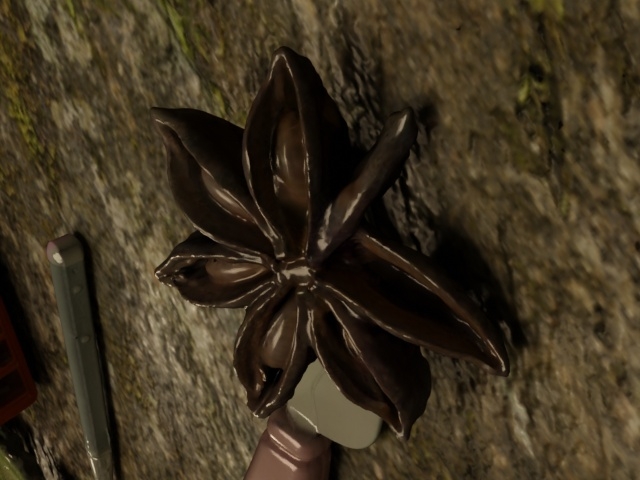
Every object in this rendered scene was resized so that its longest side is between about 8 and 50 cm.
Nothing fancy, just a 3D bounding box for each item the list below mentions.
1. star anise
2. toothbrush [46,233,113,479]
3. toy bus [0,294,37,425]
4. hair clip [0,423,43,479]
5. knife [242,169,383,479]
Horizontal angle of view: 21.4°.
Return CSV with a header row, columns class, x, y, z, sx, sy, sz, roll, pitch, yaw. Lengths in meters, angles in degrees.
class,x,y,z,sx,sy,sz,roll,pitch,yaw
star anise,-0.010,0.007,0.866,0.197,0.073,0.212,-13,106,37
toothbrush,-0.169,0.134,1.264,0.030,0.025,0.342,39,144,39
toy bus,-0.339,0.003,1.274,0.143,0.153,0.329,12,126,52
hair clip,-0.290,0.202,1.425,0.138,0.091,0.321,-47,68,16
knife,-0.001,0.096,0.981,0.081,0.043,0.336,37,140,23
